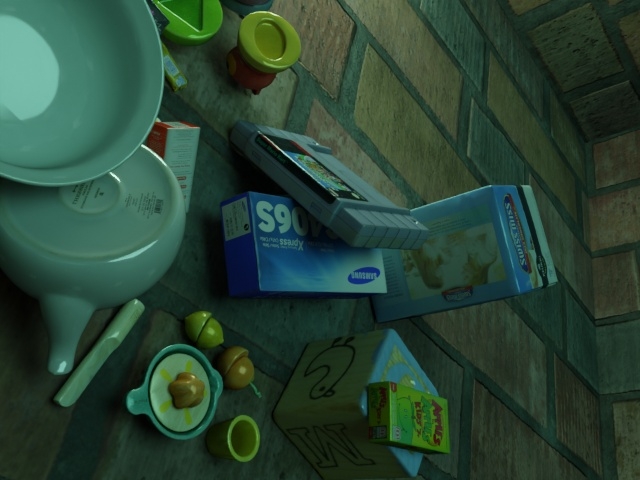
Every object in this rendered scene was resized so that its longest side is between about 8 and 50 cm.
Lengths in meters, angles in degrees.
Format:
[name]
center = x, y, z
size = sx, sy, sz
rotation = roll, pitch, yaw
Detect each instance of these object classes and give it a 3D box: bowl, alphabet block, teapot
[bowl]
center = -0.338, -0.205, 0.758
size = 0.298, 0.134, 0.298
rotation = 1, 88, -45
[alphabet block]
center = 0.069, 0.297, 1.200
size = 0.193, 0.197, 0.192
rotation = 56, 39, -22
[teapot]
center = -0.298, -0.008, 0.864
size = 0.256, 0.187, 0.252
rotation = -32, 69, -34

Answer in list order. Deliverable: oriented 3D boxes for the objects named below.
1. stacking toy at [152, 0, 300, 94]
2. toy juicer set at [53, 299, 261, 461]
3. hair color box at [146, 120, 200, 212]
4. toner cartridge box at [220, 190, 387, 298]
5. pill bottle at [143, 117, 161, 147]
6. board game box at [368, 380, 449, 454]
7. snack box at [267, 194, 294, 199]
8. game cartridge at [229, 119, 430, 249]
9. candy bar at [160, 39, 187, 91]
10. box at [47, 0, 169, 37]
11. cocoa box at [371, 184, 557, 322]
[stacking toy]
center = -0.197, -0.438, 1.268
size = 0.279, 0.130, 0.309
rotation = 4, 68, -25
[toy juicer set]
center = -0.201, 0.186, 0.982
size = 0.329, 0.089, 0.209
rotation = 36, 50, -39
[hair color box]
center = -0.234, -0.111, 1.039
size = 0.072, 0.043, 0.141
rotation = -14, 121, -54
[toner cartridge box]
center = -0.019, 0.019, 1.199
size = 0.348, 0.075, 0.165
rotation = 5, 74, -49
[pill bottle]
center = -0.285, -0.167, 1.035
size = 0.116, 0.065, 0.065
rotation = 9, 69, -52
[board game box]
center = 0.148, 0.294, 1.100
size = 0.181, 0.043, 0.092
rotation = 27, 55, -44
[snack box]
center = 0.000, 0.000, 1.343
size = 0.322, 0.060, 0.187
rotation = -7, 82, -53
[game cartridge]
center = 0.014, -0.106, 1.228
size = 0.355, 0.068, 0.230
rotation = 42, 18, 31
[candy bar]
center = -0.281, -0.327, 1.143
size = 0.161, 0.018, 0.040
rotation = 57, 42, -21
[box]
center = -0.366, -0.324, 0.909
size = 0.247, 0.163, 0.142
rotation = 48, 45, -31
[cocoa box]
center = 0.293, 0.033, 1.472
size = 0.228, 0.347, 0.231
rotation = -4, 79, -53
